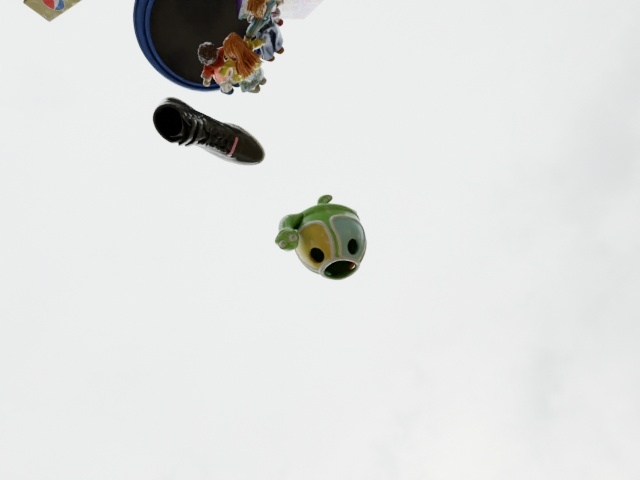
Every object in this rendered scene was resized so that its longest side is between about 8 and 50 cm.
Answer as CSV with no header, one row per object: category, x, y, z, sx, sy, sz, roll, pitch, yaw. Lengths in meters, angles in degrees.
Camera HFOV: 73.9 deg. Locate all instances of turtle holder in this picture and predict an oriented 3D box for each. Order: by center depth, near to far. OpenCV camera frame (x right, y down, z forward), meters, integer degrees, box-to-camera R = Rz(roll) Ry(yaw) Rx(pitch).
turtle holder,0.019,-0.006,1.404,0.243,0.227,0.320,-27,-37,13

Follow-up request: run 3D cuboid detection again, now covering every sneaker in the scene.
sneaker,-0.281,-0.253,1.058,0.296,0.147,0.104,26,-68,-12

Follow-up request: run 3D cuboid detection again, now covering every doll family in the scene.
doll family,-0.130,-0.401,0.847,0.118,0.163,0.263,32,-95,13

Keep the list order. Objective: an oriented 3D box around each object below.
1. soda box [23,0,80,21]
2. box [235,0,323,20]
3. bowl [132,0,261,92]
soda box,-0.552,-0.549,0.918,0.181,0.061,0.058,-13,-113,24
box,-0.112,-0.631,1.110,0.201,0.293,0.057,-7,-72,-12
bowl,-0.356,-0.650,1.294,0.391,0.077,0.390,-1,-80,-6
